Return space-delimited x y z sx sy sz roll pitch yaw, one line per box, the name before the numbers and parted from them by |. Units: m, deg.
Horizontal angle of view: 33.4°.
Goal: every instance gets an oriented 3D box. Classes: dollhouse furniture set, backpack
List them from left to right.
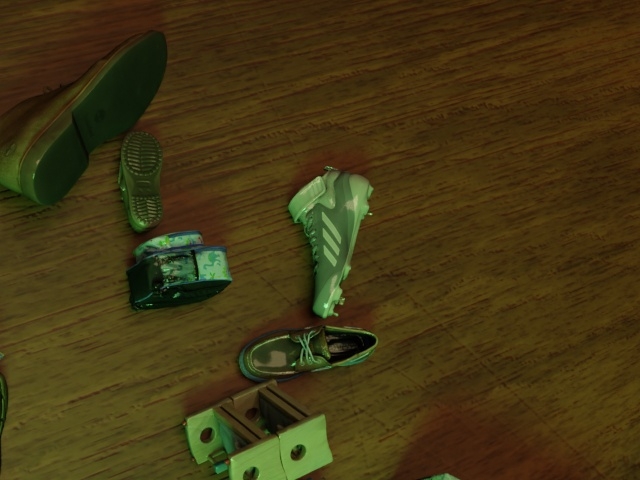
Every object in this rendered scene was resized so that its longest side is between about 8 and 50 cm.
backpack | -0.169 0.034 1.297 0.114 0.105 0.084 -5 77 -29
dollhouse furniture set | -0.066 0.289 1.275 0.129 0.129 0.183 -20 113 -26

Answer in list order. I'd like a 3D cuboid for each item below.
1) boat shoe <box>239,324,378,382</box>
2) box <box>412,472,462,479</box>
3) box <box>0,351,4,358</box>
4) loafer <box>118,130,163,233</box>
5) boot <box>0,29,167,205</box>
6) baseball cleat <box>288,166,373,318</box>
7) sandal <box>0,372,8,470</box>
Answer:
boat shoe | -0.012 0.135 1.353 0.183 0.066 0.066 -10 78 -25
box | 0.200 0.405 1.306 0.247 0.163 0.142 28 64 -13
box | -0.435 0.092 1.171 0.169 0.059 0.054 45 69 -21
loafer | -0.228 -0.072 1.337 0.056 0.050 0.148 9 56 -22
boot | -0.300 -0.172 1.310 0.115 0.112 0.305 19 49 22
baseball cleat | 0.000 0.000 1.409 0.109 0.072 0.206 18 66 0
sandal | -0.379 0.233 1.174 0.049 0.072 0.180 3 71 -6
